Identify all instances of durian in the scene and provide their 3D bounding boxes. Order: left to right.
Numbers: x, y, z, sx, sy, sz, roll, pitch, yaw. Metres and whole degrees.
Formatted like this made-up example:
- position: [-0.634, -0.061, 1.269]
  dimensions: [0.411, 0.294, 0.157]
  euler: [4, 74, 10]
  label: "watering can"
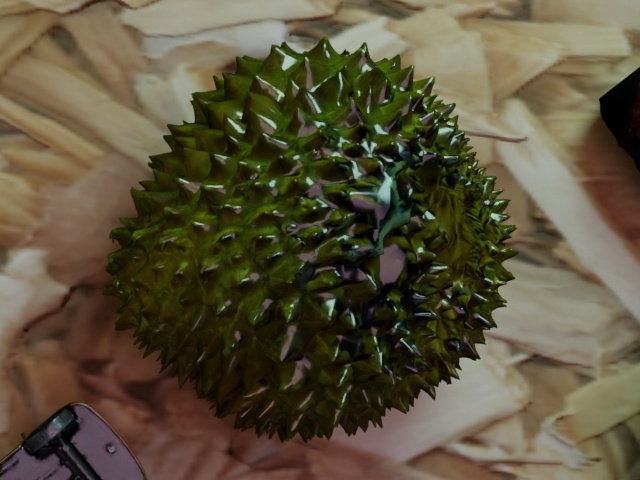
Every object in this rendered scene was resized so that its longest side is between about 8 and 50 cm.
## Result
- position: [0.001, -0.002, 0.913]
  dimensions: [0.291, 0.224, 0.291]
  euler: [4, 79, -21]
  label: "durian"

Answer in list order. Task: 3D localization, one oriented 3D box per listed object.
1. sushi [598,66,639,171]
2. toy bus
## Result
- position: [0.331, -0.121, 1.074]
  dimensions: [0.225, 0.136, 0.126]
  euler: [-38, 87, -12]
  label: "sushi"
- position: [-0.209, 0.191, 0.901]
  dimensions: [0.194, 0.088, 0.083]
  euler: [-39, 96, -15]
  label: "toy bus"
